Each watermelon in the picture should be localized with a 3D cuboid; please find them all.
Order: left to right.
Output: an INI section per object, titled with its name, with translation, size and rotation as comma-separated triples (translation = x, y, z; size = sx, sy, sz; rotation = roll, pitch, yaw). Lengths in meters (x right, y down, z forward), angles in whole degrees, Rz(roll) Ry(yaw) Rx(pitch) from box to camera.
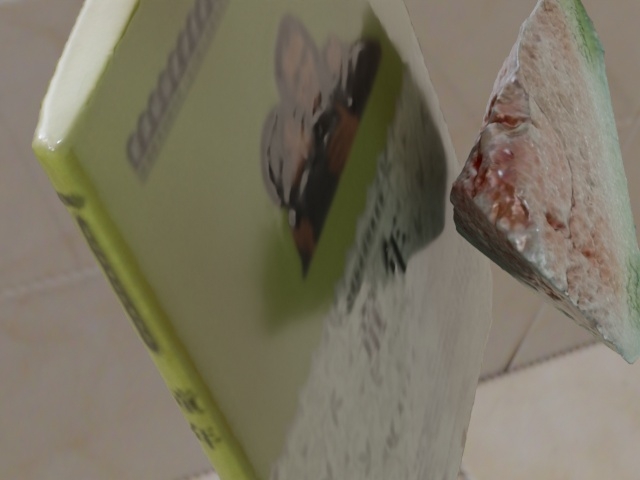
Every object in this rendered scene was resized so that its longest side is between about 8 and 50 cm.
[watermelon]
translation = 0.092, -0.034, 0.836
size = 0.081, 0.094, 0.180
rotation = -8, 45, 9

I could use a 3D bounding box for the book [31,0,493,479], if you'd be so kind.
[book]
translation = 0.000, 0.000, 0.756
size = 0.035, 0.352, 0.239
rotation = -1, 49, 21
